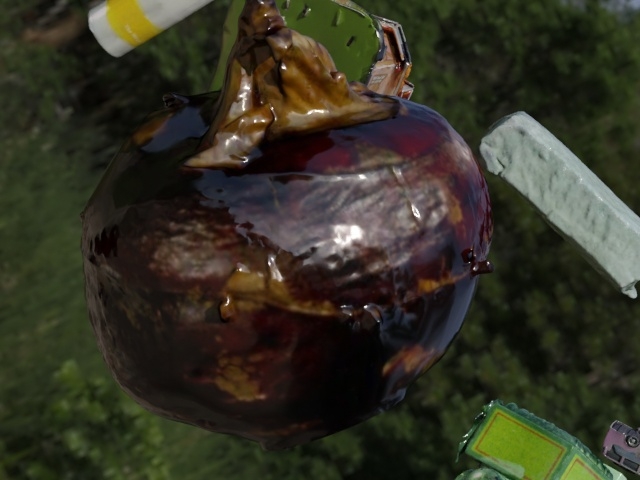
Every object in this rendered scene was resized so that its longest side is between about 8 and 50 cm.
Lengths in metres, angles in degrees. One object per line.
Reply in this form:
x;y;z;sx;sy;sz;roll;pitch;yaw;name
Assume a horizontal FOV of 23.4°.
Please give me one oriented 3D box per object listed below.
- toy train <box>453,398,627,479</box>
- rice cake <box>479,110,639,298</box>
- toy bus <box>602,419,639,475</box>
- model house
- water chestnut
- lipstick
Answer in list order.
0.262;0.322;1.891;0.159;0.188;0.272;27;-11;39;toy train
0.228;-0.036;1.400;0.206;0.063;0.069;44;15;6;rice cake
0.416;0.275;1.932;0.131;0.037;0.052;27;-68;18;toy bus
-0.008;-0.177;1.804;0.207;0.154;0.294;38;-57;24;model house
-0.031;-0.029;1.210;0.335;0.335;0.346;-136;-146;-69;water chestnut
-0.107;-0.265;1.501;0.059;0.264;0.059;51;22;-30;lipstick
